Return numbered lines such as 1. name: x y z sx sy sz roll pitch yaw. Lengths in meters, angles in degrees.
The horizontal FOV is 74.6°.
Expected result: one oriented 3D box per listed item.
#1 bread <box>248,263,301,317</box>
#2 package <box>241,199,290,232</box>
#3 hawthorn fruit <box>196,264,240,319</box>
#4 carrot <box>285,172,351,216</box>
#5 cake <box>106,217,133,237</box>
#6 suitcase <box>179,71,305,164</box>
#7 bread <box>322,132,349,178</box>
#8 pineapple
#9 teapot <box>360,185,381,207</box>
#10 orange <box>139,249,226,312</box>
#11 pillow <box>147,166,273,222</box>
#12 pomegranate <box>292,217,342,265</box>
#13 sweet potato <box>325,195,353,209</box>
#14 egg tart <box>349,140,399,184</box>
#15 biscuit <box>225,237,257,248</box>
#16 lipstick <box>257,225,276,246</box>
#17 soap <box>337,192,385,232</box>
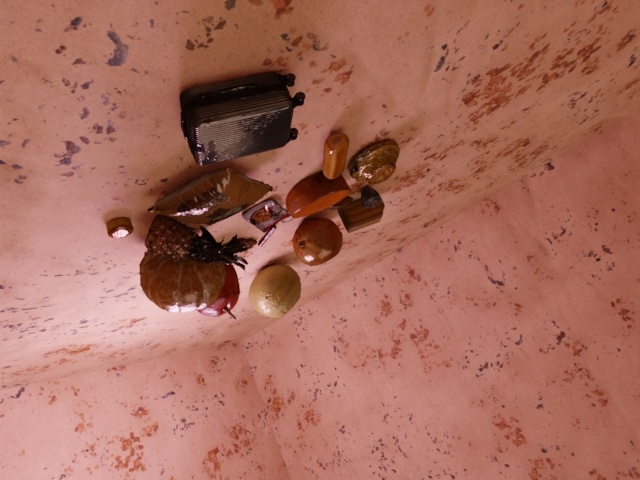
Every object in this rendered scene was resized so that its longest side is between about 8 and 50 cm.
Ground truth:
1. bread: -0.262 0.295 2.487 0.320 0.321 0.237 -13 178 -32
2. package: -0.229 -0.108 1.826 0.154 0.030 0.239 -29 161 7
3. hawthorn fruit: -0.495 0.245 1.999 0.287 0.330 0.287 -35 166 -10
4. carrot: -0.018 -0.187 1.807 0.258 0.100 0.307 -10 164 -44
5. cake: -0.673 -0.041 1.411 0.084 0.044 0.084 -21 162 -7
6. suitcase: -0.204 -0.318 1.103 0.312 0.128 0.202 -18 161 -19
7. bread: 0.050 -0.310 1.550 0.092 0.074 0.239 -38 167 -14
8. pineapple: -0.429 0.019 1.508 0.364 0.166 0.165 15 147 -17
9. teapot: 0.233 -0.211 2.051 0.092 0.091 0.124 -17 155 -21
10. orange: -0.531 0.132 1.633 0.329 0.329 0.249 -11 136 -37
11. pillow: -0.355 -0.141 1.412 0.310 0.119 0.312 -22 167 16
12. pomegranate: 0.000 0.000 2.117 0.270 0.229 0.252 -16 162 -42
13. sweet potato: 0.066 -0.173 1.980 0.205 0.068 0.060 -16 136 -10
14. egg tart: 0.235 -0.312 1.750 0.240 0.106 0.241 -22 157 -9
15. biscuit: -0.382 0.025 2.009 0.175 0.026 0.124 -6 155 -44
16. lipstick: -0.258 -0.023 2.041 0.027 0.027 0.176 -9 155 -41
17. soap: 0.219 -0.142 2.144 0.231 0.140 0.073 -20 165 -14
